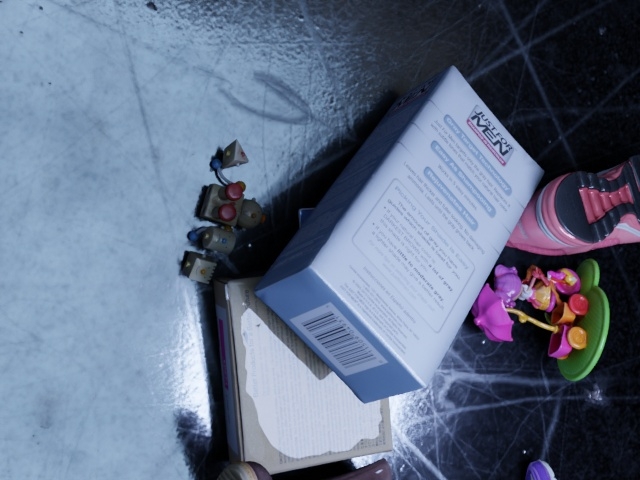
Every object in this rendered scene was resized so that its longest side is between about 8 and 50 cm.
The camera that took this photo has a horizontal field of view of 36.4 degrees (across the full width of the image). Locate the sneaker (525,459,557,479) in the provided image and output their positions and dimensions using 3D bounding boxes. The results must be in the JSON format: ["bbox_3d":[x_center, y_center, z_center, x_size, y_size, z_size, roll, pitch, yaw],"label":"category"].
[{"bbox_3d":[0.270,0.375,1.298,0.071,0.068,0.170,16,86,-13],"label":"sneaker"}]

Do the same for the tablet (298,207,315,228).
[{"bbox_3d":[0.000,0.000,1.228,0.054,0.006,0.083,-4,93,-19],"label":"tablet"}]

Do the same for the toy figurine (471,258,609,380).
[{"bbox_3d":[0.277,0.082,1.282,0.159,0.130,0.173,16,63,-9],"label":"toy figurine"}]

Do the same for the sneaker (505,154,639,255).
[{"bbox_3d":[0.356,-0.041,1.304,0.314,0.136,0.116,-4,79,-42],"label":"sneaker"}]

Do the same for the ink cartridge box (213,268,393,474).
[{"bbox_3d":[-0.021,0.150,1.178,0.193,0.088,0.234,-6,95,-18],"label":"ink cartridge box"}]

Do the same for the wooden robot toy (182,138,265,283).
[{"bbox_3d":[-0.099,-0.028,1.163,0.079,0.076,0.173,19,85,-29],"label":"wooden robot toy"}]

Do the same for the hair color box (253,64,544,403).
[{"bbox_3d":[0.104,-0.016,1.133,0.185,0.113,0.374,47,52,-14],"label":"hair color box"}]

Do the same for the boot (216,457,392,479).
[{"bbox_3d":[-0.012,0.297,1.139,0.207,0.090,0.248,-23,140,-21],"label":"boot"}]
